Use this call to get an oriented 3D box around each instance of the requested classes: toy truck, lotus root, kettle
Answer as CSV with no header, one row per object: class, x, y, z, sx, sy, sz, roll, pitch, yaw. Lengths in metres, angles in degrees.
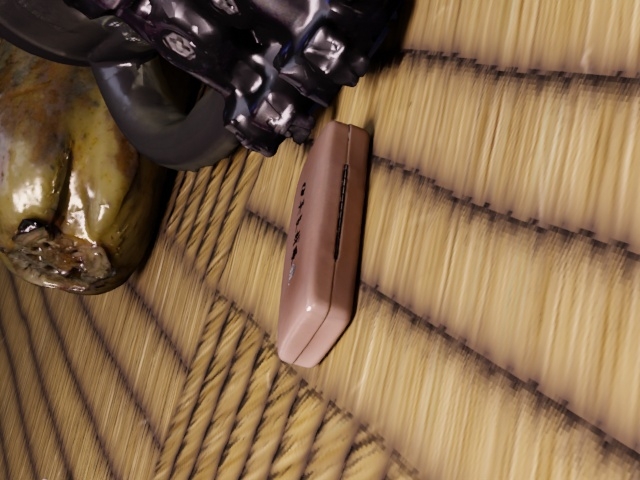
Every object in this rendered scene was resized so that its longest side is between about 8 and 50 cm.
toy truck,-0.022,-0.164,0.864,0.177,0.161,0.213,-56,8,-22
lotus root,-0.179,-0.093,1.311,0.160,0.152,0.275,98,-175,-57
kettle,-0.099,-0.203,1.096,0.324,0.228,0.321,170,93,-65

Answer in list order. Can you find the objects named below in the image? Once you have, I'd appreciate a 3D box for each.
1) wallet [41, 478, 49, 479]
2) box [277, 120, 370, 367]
wallet,-0.213,0.241,1.270,0.061,0.025,0.122,120,163,-59
box,0.000,0.000,0.777,0.048,0.025,0.115,127,158,-47
